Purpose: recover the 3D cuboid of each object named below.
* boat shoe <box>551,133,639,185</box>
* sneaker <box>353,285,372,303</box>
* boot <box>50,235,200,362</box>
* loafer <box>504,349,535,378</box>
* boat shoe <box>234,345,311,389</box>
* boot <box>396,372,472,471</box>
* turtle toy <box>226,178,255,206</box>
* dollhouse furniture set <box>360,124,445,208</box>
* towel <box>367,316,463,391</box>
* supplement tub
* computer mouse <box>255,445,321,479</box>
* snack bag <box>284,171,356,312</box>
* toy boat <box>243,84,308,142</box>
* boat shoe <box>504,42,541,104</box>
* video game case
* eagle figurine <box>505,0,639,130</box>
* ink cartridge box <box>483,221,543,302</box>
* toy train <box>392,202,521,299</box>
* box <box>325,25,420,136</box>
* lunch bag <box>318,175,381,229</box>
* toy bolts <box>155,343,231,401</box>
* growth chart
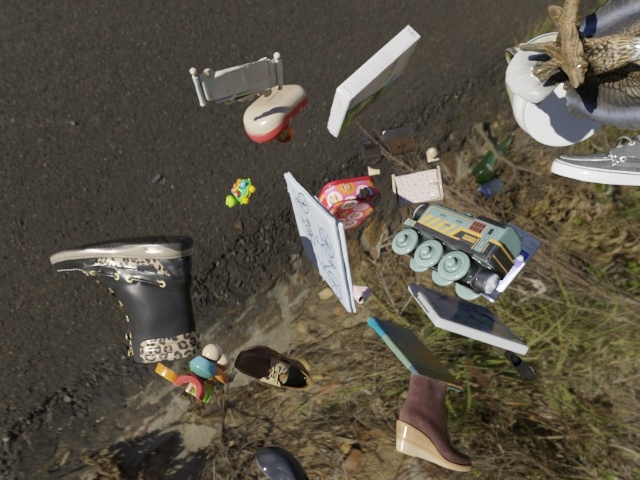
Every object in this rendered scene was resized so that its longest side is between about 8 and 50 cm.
[{"bbox_3d":[0.488,-0.125,0.668,0.229,0.075,0.080,13,22,32],"label":"boat shoe"},{"bbox_3d":[0.154,0.238,1.897,0.135,0.050,0.070,-3,39,31],"label":"sneaker"},{"bbox_3d":[-0.456,0.137,1.035,0.378,0.138,0.283,-5,100,14],"label":"boot"},{"bbox_3d":[0.835,0.525,1.819,0.148,0.050,0.056,42,95,13],"label":"loafer"},{"bbox_3d":[-0.161,0.483,1.621,0.324,0.120,0.122,25,87,-35],"label":"boat shoe"},{"bbox_3d":[0.324,0.489,1.167,0.249,0.090,0.206,25,69,-16],"label":"boot"},{"bbox_3d":[-0.304,-0.179,1.632,0.066,0.095,0.130,29,96,-33],"label":"turtle toy"},{"bbox_3d":[0.319,-0.244,1.708,0.304,0.174,0.355,-9,78,17],"label":"dollhouse furniture set"},{"bbox_3d":[0.362,0.442,1.711,0.272,0.040,0.370,24,14,-32],"label":"towel"},{"bbox_3d":[0.659,-0.426,1.218,0.236,0.235,0.324,23,41,-2],"label":"supplement tub"},{"bbox_3d":[-0.078,0.721,1.340,0.272,0.188,0.072,39,91,0],"label":"computer mouse"},{"bbox_3d":[0.000,0.000,1.249,0.037,0.322,0.342,-23,37,-14],"label":"snack bag"},{"bbox_3d":[-0.128,-0.370,1.341,0.151,0.151,0.231,10,48,33],"label":"toy boat"},{"bbox_3d":[0.431,-0.351,0.924,0.049,0.056,0.152,-9,65,7],"label":"boat shoe"},{"bbox_3d":[0.492,0.258,1.487,0.329,0.300,0.036,19,103,-11],"label":"video game case"},{"bbox_3d":[0.510,-0.318,0.745,0.299,0.226,0.225,-8,49,-28],"label":"eagle figurine"},{"bbox_3d":[0.805,0.099,1.920,0.165,0.065,0.332,42,105,29],"label":"ink cartridge box"},{"bbox_3d":[0.327,0.012,1.083,0.190,0.334,0.142,-51,125,-3],"label":"toy train"},{"bbox_3d":[0.156,-0.486,1.350,0.058,0.232,0.322,45,76,4],"label":"box"},{"bbox_3d":[0.077,-0.128,1.723,0.259,0.293,0.120,-12,68,-24],"label":"lunch bag"},{"bbox_3d":[-0.386,0.390,1.358,0.218,0.228,0.158,32,66,-2],"label":"toy bolts"},{"bbox_3d":[-0.198,-0.392,1.078,0.238,0.172,0.021,-19,79,-16],"label":"growth chart"}]
